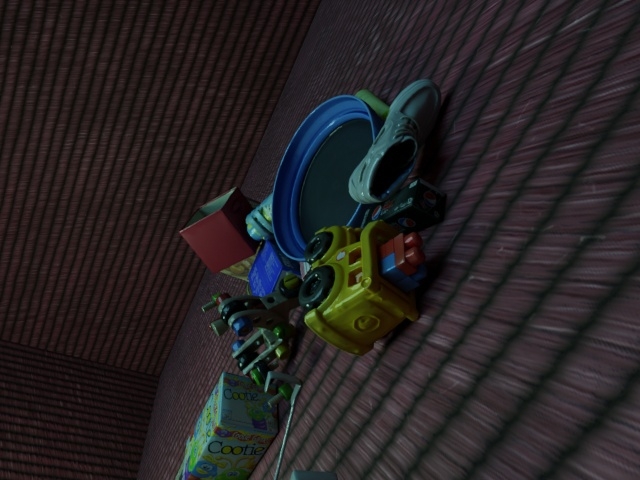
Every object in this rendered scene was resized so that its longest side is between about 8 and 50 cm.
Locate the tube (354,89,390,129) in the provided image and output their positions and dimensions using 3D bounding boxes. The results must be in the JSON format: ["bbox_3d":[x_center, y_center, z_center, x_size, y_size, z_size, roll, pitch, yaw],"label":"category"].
[{"bbox_3d":[0.134,-0.296,1.041,0.240,0.062,0.070,-108,2,-53],"label":"tube"}]

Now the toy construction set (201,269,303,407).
[{"bbox_3d":[-0.128,0.185,1.080,0.237,0.258,0.308,-30,25,-25],"label":"toy construction set"}]

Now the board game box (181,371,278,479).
[{"bbox_3d":[-0.225,0.482,1.081,0.275,0.144,0.142,-61,21,25],"label":"board game box"}]

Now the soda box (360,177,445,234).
[{"bbox_3d":[0.137,-0.045,0.761,0.169,0.060,0.053,-29,38,61],"label":"soda box"}]

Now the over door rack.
[{"bbox_3d":[-0.018,0.390,0.625,0.239,0.108,0.325,-139,50,-70],"label":"over door rack"}]

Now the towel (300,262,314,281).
[{"bbox_3d":[0.000,0.000,1.148,0.197,0.029,0.144,-57,22,25],"label":"towel"}]

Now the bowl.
[{"bbox_3d":[0.018,-0.138,1.025,0.391,0.077,0.392,-26,57,47],"label":"bowl"}]

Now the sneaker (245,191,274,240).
[{"bbox_3d":[-0.130,-0.080,1.341,0.208,0.127,0.319,-45,8,-8],"label":"sneaker"}]

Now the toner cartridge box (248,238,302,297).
[{"bbox_3d":[-0.146,0.107,1.357,0.165,0.075,0.348,-65,20,9],"label":"toner cartridge box"}]

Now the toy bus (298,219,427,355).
[{"bbox_3d":[0.084,0.042,0.720,0.211,0.149,0.220,-39,30,32],"label":"toy bus"}]

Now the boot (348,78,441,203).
[{"bbox_3d":[0.149,-0.172,0.766,0.258,0.095,0.123,-59,15,1],"label":"boot"}]

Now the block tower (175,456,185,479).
[{"bbox_3d":[-0.325,0.607,1.182,0.091,0.097,0.335,-57,6,26],"label":"block tower"}]

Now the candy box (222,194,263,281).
[{"bbox_3d":[-0.288,-0.003,1.688,0.317,0.182,0.088,-59,20,28],"label":"candy box"}]

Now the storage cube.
[{"bbox_3d":[-0.326,-0.035,1.505,0.214,0.193,0.184,-26,23,20],"label":"storage cube"}]

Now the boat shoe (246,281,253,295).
[{"bbox_3d":[-0.210,0.186,1.488,0.060,0.064,0.178,-33,29,7],"label":"boat shoe"}]
